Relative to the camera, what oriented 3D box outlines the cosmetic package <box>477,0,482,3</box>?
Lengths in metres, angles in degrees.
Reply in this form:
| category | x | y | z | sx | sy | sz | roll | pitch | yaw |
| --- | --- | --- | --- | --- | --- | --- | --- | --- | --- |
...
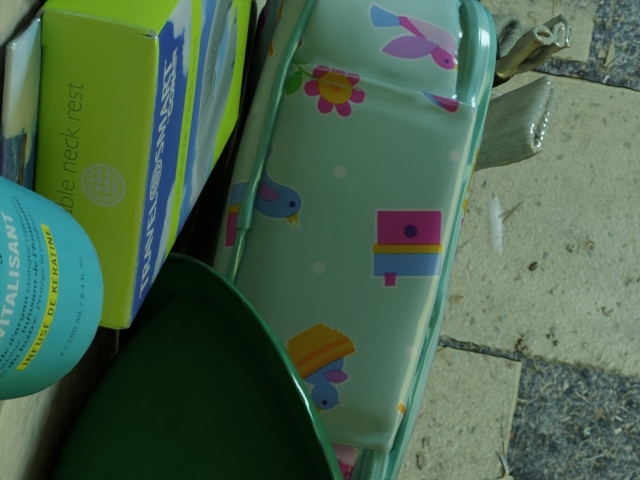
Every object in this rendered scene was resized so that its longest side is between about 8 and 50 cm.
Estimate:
| category | x | y | z | sx | sy | sz | roll | pitch | yaw |
| --- | --- | --- | --- | --- | --- | --- | --- | --- | --- |
| cosmetic package | 0.086 | -0.290 | 1.159 | 0.309 | 0.113 | 0.160 | -69 | 170 | -54 |

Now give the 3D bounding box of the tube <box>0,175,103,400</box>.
| category | x | y | z | sx | sy | sz | roll | pitch | yaw |
| --- | --- | --- | --- | --- | --- | --- | --- | --- | --- |
| tube | -0.098 | 0.003 | 0.324 | 0.207 | 0.052 | 0.080 | 26 | 67 | -78 |

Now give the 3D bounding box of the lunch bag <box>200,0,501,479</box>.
| category | x | y | z | sx | sy | sz | roll | pitch | yaw |
| --- | --- | --- | --- | --- | --- | --- | --- | --- | --- |
| lunch bag | 0.000 | 0.000 | 0.833 | 0.224 | 0.108 | 0.279 | -174 | -81 | -84 |

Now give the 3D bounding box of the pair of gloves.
| category | x | y | z | sx | sy | sz | roll | pitch | yaw |
| --- | --- | --- | --- | --- | --- | --- | --- | --- | --- |
| pair of gloves | 0.059 | -0.064 | 1.039 | 0.042 | 0.204 | 0.240 | 58 | 23 | -20 |

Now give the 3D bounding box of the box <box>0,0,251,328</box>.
| category | x | y | z | sx | sy | sz | roll | pitch | yaw |
| --- | --- | --- | --- | --- | --- | --- | --- | --- | --- |
| box | -0.060 | -0.053 | 0.572 | 0.178 | 0.042 | 0.109 | -70 | 171 | -58 |

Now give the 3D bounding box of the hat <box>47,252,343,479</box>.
| category | x | y | z | sx | sy | sz | roll | pitch | yaw |
| --- | --- | --- | --- | --- | --- | --- | --- | --- | --- |
| hat | -0.102 | 0.123 | 0.625 | 0.208 | 0.183 | 0.173 | 58 | -33 | 25 |
